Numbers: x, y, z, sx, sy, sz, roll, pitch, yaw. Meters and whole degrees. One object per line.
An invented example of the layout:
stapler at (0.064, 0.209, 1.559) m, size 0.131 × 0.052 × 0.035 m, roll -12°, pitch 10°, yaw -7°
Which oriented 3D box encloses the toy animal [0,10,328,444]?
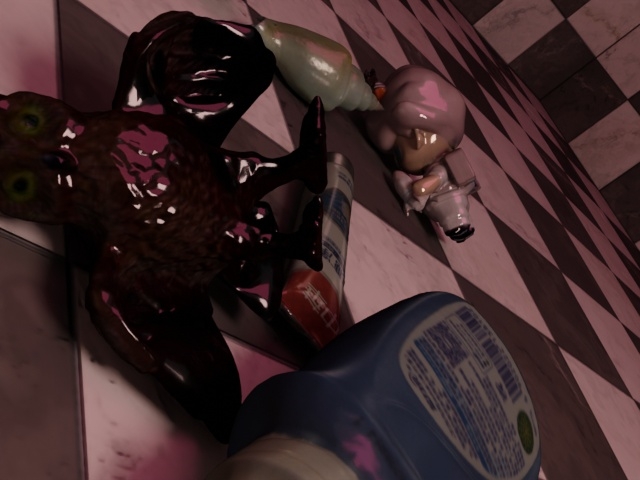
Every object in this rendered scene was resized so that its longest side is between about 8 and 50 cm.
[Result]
toy animal at (-0.083, -0.015, 0.417) m, size 0.179 × 0.116 × 0.219 m, roll 11°, pitch 69°, yaw -22°

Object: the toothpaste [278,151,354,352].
toothpaste at (0.000, 0.000, 0.605) m, size 0.062 × 0.039 × 0.239 m, roll 52°, pitch 22°, yaw -21°

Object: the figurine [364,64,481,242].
figurine at (0.115, -0.107, 0.922) m, size 0.137 × 0.111 × 0.229 m, roll 17°, pitch 50°, yaw -64°

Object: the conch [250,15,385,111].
conch at (-0.001, -0.175, 0.839) m, size 0.180 × 0.065 × 0.088 m, roll 30°, pitch 31°, yaw -33°

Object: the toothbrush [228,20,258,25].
toothbrush at (-0.066, -0.211, 0.836) m, size 0.013 × 0.011 × 0.131 m, roll 33°, pitch 20°, yaw 9°

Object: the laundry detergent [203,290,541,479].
laundry detergent at (0.029, 0.112, 0.422) m, size 0.289 × 0.094 × 0.144 m, roll -10°, pitch 77°, yaw -63°
